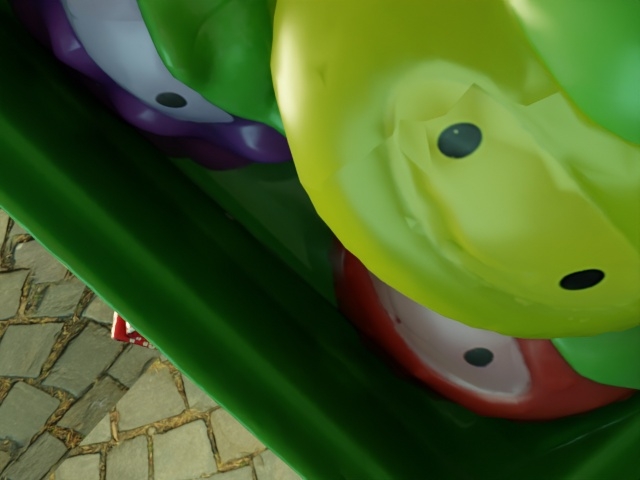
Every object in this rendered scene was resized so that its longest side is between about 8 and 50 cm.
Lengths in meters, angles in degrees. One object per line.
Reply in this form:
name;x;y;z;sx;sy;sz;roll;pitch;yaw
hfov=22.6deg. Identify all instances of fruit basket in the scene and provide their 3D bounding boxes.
fruit basket;0.039;-0.046;0.538;0.392;0.283;0.392;44;-166;-13

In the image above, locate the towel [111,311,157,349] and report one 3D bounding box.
towel;0.000;0.000;1.098;0.274;0.199;0.031;11;154;-18
